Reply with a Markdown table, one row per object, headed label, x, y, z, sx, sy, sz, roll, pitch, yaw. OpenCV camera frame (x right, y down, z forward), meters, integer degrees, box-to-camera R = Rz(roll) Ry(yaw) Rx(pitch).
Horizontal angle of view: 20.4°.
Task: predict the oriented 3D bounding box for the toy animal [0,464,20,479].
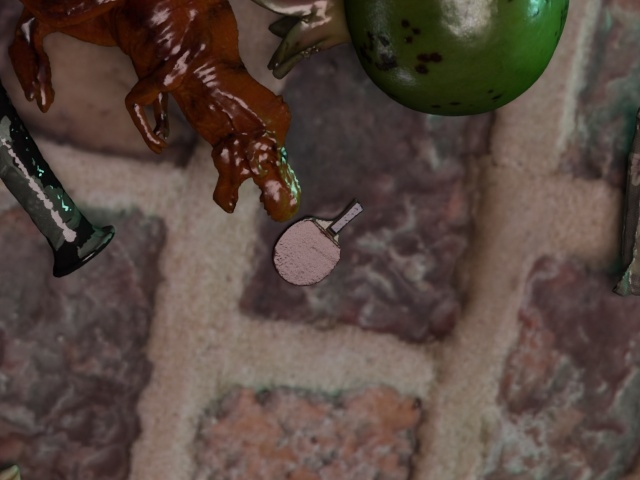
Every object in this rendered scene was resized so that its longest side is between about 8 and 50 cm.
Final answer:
| label | x | y | z | sx | sy | sz | roll | pitch | yaw |
| --- | --- | --- | --- | --- | --- | --- | --- | --- | --- |
| toy animal | -0.254 | 0.252 | 1.354 | 0.083 | 0.089 | 0.150 | -16 | 104 | -29 |

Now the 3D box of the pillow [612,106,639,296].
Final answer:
| label | x | y | z | sx | sy | sz | roll | pitch | yaw |
| --- | --- | --- | --- | --- | --- | --- | --- | --- | --- |
| pillow | 0.353 | -0.033 | 1.401 | 0.255 | 0.059 | 0.169 | 0 | 103 | -9 |

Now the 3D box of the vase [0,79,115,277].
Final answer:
| label | x | y | z | sx | sy | sz | roll | pitch | yaw |
| --- | --- | --- | --- | --- | --- | --- | --- | --- | --- |
| vase | -0.217 | -0.054 | 1.289 | 0.059 | 0.059 | 0.167 | -34 | 108 | -1 |

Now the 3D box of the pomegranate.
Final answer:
| label | x | y | z | sx | sy | sz | roll | pitch | yaw |
| --- | --- | --- | --- | --- | --- | --- | --- | --- | --- |
| pomegranate | 0.062 | -0.173 | 1.263 | 0.224 | 0.181 | 0.181 | -4 | 106 | 13 |

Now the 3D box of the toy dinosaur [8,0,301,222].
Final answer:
| label | x | y | z | sx | sy | sz | roll | pitch | yaw |
| --- | --- | --- | --- | --- | --- | --- | --- | --- | --- |
| toy dinosaur | -0.155 | -0.194 | 1.238 | 0.208 | 0.097 | 0.432 | -20 | 95 | 9 |

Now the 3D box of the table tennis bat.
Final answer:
| label | x | y | z | sx | sy | sz | roll | pitch | yaw |
| --- | --- | --- | --- | --- | --- | --- | --- | --- | --- |
| table tennis bat | 0.000 | 0.000 | 1.369 | 0.083 | 0.007 | 0.050 | -42 | 107 | 4 |
